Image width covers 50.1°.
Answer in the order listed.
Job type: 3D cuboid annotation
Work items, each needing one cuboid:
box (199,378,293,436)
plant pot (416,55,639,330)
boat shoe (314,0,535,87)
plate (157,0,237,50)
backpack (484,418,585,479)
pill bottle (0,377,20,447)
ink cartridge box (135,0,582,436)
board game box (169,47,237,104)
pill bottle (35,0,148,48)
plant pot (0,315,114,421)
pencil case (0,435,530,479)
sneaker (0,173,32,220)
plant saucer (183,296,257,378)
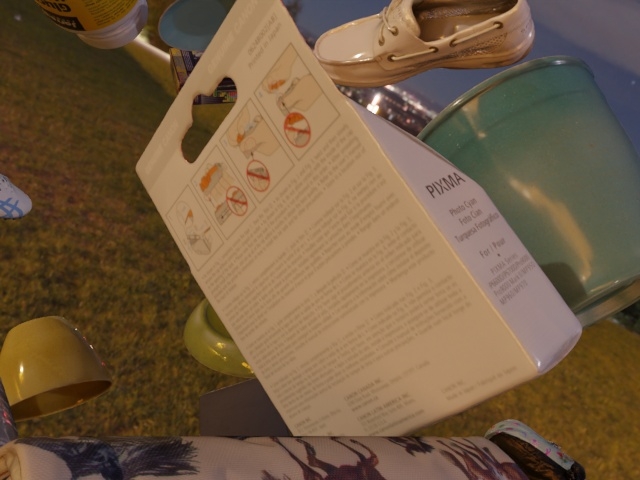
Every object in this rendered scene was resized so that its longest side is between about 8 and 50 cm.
[{"bbox_3d":[-0.118,0.498,1.386,0.178,0.313,0.343,-16,18,-6],"label":"box"},{"bbox_3d":[0.266,-0.027,0.812,0.271,0.271,0.255,12,47,-53],"label":"plant pot"},{"bbox_3d":[0.112,-0.257,0.827,0.276,0.098,0.096,-5,-24,19],"label":"boat shoe"},{"bbox_3d":[-0.207,-0.410,1.252,0.188,0.188,0.024,7,62,-59],"label":"plate"},{"bbox_3d":[0.392,0.433,1.313,0.182,0.152,0.115,37,13,13],"label":"backpack"},{"bbox_3d":[-0.337,0.148,0.549,0.162,0.162,0.278,14,29,-49],"label":"pill bottle"},{"bbox_3d":[0.000,0.000,0.644,0.091,0.308,0.385,-24,78,-43],"label":"ink cartridge box"},{"bbox_3d":[-0.215,-0.322,1.333,0.140,0.048,0.170,-7,39,-14],"label":"board game box"},{"bbox_3d":[-0.391,-0.451,1.091,0.187,0.188,0.334,32,-10,10],"label":"pill bottle"},{"bbox_3d":[-0.324,0.146,0.813,0.134,0.134,0.095,8,57,-58],"label":"plant pot"},{"bbox_3d":[-0.021,0.210,0.411,0.410,0.184,0.159,15,-20,-39],"label":"pencil case"},{"bbox_3d":[-0.565,-0.104,1.149,0.085,0.086,0.237,49,2,28],"label":"sneaker"},{"bbox_3d":[-0.085,0.116,1.027,0.240,0.037,0.241,1,27,0],"label":"plant saucer"}]
